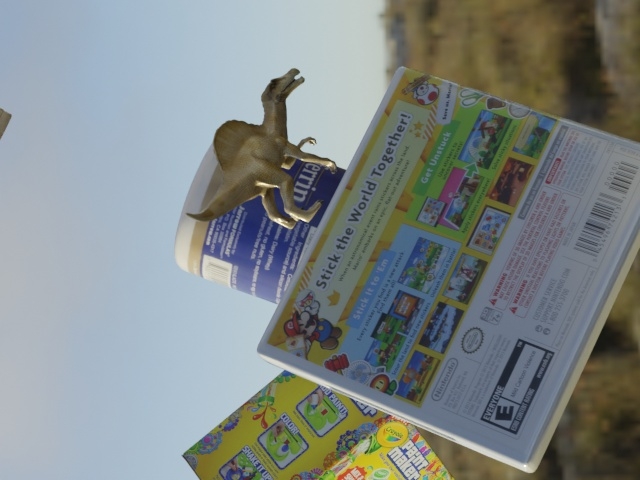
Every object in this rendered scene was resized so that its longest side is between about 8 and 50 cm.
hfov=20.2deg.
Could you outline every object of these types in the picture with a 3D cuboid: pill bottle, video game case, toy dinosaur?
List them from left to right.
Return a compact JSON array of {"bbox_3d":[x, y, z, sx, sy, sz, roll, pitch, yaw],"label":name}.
[{"bbox_3d":[-0.045,-0.047,1.337,0.053,0.092,0.183,-39,17,48],"label":"toy dinosaur"},{"bbox_3d":[0.000,0.000,1.801,0.153,0.265,0.153,20,-90,-84],"label":"pill bottle"},{"bbox_3d":[0.094,0.013,1.181,0.227,0.206,0.026,-63,-26,-12],"label":"video game case"}]

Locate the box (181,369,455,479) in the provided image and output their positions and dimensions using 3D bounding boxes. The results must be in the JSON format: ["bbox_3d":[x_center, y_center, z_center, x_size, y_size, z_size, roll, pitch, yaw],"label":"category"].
[{"bbox_3d":[0.007,0.329,2.551,0.177,0.279,0.290,48,176,38],"label":"box"}]

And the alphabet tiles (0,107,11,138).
[{"bbox_3d":[-0.370,0.001,1.630,0.284,0.021,0.278,-45,19,37],"label":"alphabet tiles"}]
